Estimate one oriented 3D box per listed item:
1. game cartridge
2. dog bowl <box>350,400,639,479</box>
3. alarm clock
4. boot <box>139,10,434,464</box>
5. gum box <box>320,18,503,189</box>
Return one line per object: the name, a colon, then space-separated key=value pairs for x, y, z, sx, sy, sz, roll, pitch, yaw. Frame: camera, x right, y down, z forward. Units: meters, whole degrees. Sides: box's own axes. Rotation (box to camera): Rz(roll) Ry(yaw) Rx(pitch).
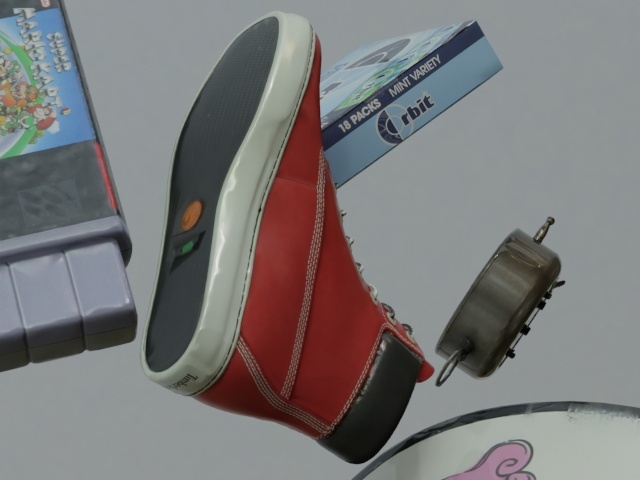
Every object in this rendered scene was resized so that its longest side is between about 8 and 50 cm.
game cartridge: x=-0.267 y=-0.066 z=1.321 sx=0.230 sy=0.355 sz=0.068 roll=-15 pitch=-32 yaw=-7
dog bowl: x=0.161 y=0.307 z=1.176 sx=0.150 sy=0.408 sz=0.408 roll=-62 pitch=-12 yaw=-58
alarm clock: x=0.146 y=0.067 z=1.641 sx=0.192 sy=0.064 sz=0.129 roll=-43 pitch=-15 yaw=-44
boot: x=0.000 y=0.000 z=1.132 sx=0.176 sy=0.088 sz=0.244 roll=25 pitch=-118 yaw=-30
gum box: x=0.015 y=-0.083 z=1.296 sx=0.157 sy=0.041 sz=0.184 roll=-36 pitch=13 yaw=-19
